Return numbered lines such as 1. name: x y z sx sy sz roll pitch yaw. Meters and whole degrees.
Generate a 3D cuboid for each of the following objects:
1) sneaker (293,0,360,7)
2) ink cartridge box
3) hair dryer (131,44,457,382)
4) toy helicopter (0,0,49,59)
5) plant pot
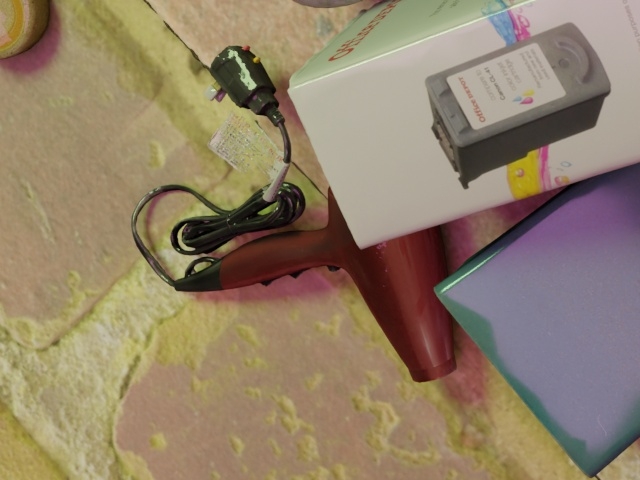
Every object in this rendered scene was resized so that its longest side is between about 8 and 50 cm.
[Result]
1. sneaker: 0.022 -0.316 1.016 0.366 0.135 0.150 120 140 -55
2. ink cartridge box: 0.163 -0.126 1.036 0.306 0.226 0.131 -19 105 25
3. hair dryer: 0.000 0.000 1.230 0.293 0.080 0.223 40 129 14
4. toy helicopter: -0.336 -0.307 1.266 0.235 0.140 0.355 -36 99 15
5. plant pot: 0.232 0.015 1.084 0.234 0.165 0.165 -40 86 16
